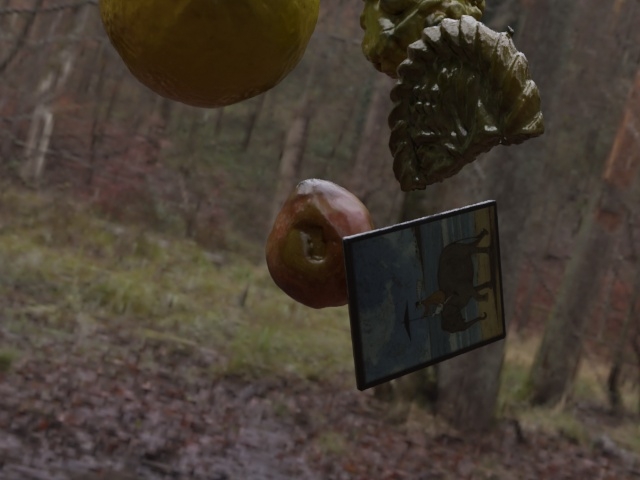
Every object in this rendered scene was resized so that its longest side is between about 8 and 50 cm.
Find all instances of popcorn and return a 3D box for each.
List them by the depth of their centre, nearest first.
[{"bbox_3d":[0.153,-0.361,1.700,0.218,0.189,0.169,-27,-13,26],"label":"popcorn"}]

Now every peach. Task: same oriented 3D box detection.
[{"bbox_3d":[0.000,0.000,1.935,0.214,0.235,0.214,-12,16,4],"label":"peach"}]

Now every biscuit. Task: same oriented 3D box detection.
[{"bbox_3d":[0.151,-0.170,1.275,0.036,0.187,0.273,-7,-12,-31],"label":"biscuit"}]

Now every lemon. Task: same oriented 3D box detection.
[{"bbox_3d":[-0.133,-0.294,1.298,0.293,0.293,0.293,16,-1,0],"label":"lemon"}]

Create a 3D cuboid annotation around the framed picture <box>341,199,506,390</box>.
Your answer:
[{"bbox_3d":[0.186,0.088,1.831,0.347,0.265,0.016,-13,14,-34],"label":"framed picture"}]
